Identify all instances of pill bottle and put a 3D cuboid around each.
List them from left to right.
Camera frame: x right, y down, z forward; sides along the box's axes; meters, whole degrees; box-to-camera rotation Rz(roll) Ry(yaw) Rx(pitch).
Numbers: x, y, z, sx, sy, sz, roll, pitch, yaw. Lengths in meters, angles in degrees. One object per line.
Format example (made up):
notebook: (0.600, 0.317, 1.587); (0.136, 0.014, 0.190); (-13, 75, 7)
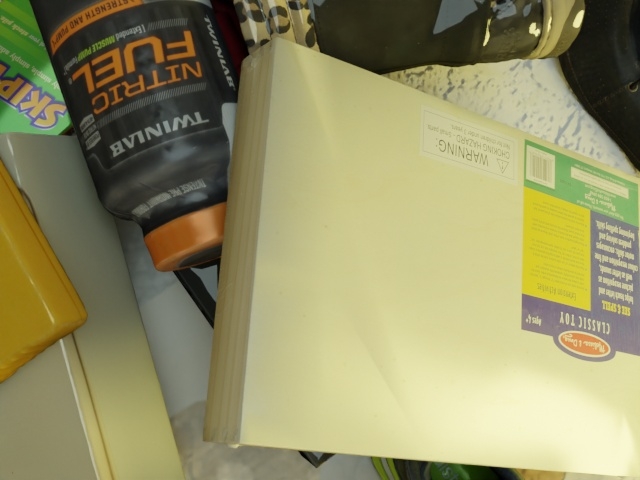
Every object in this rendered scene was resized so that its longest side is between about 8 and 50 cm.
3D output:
pill bottle: (-0.122, -0.103, 0.659); (0.130, 0.130, 0.245); (-20, 84, -11)

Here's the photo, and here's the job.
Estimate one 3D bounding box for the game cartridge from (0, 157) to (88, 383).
game cartridge: (-0.356, 0.020, 0.638); (0.324, 0.053, 0.285); (-33, 83, 17)

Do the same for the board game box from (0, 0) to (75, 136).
board game box: (-0.221, -0.177, 0.779); (0.259, 0.039, 0.124); (-42, 92, -14)

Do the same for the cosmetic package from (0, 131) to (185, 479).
cosmetic package: (-0.227, 0.087, 0.678); (0.160, 0.113, 0.309); (-17, 89, 20)

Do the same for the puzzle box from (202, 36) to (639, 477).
puzzle box: (0.111, 0.037, 0.679); (0.409, 0.052, 0.272); (14, 72, -33)

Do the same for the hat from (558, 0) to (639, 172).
hat: (0.394, -0.204, 0.817); (0.134, 0.331, 0.331); (-33, 90, -48)

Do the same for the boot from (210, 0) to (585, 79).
boot: (0.022, -0.292, 0.724); (0.284, 0.138, 0.377); (-18, 82, -12)

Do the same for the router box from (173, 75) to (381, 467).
router box: (0.000, 0.000, 0.774); (0.243, 0.081, 0.309); (-35, 90, -11)

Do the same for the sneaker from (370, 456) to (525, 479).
sneaker: (0.154, 0.263, 0.752); (0.111, 0.121, 0.300); (-40, 92, -11)
